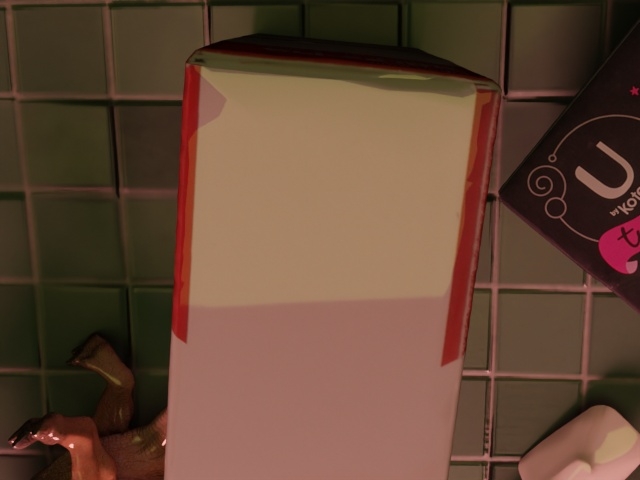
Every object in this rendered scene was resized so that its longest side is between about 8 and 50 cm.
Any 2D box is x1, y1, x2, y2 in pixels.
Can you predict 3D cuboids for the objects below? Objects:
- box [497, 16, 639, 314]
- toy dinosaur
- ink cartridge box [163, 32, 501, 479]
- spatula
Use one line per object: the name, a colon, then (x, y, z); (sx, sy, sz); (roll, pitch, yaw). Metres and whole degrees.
box: (0.233, -0.074, 0.465); (0.142, 0.163, 0.247); (43, 105, 17)
toy dinosaur: (-0.154, 0.196, 0.597); (0.296, 0.127, 0.200); (-36, 107, -1)
ink cartridge box: (0.000, 0.000, 0.456); (0.114, 0.273, 0.196); (5, 105, -2)
spatula: (0.163, 0.246, 0.616); (0.168, 0.019, 0.242); (46, 109, 10)
